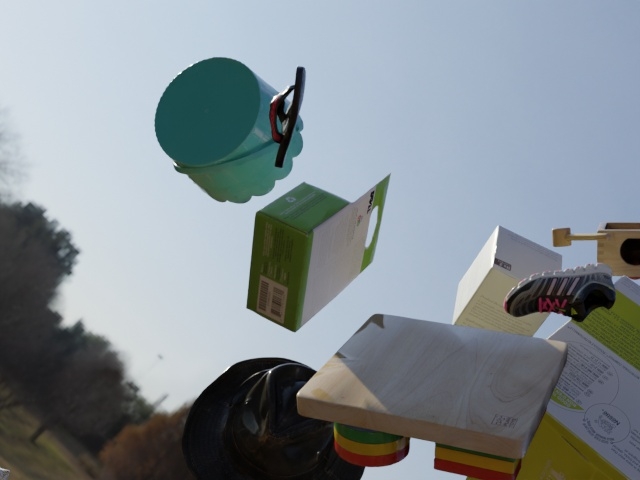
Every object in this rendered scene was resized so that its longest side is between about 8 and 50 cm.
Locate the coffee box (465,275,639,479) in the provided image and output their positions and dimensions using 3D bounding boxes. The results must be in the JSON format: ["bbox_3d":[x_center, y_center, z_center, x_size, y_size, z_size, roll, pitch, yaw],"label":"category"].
[{"bbox_3d":[0.484,0.333,1.595,0.338,0.334,0.337,40,-35,27],"label":"coffee box"}]

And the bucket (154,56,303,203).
[{"bbox_3d":[-0.192,-0.227,2.022,0.281,0.281,0.183,34,-2,29],"label":"bucket"}]

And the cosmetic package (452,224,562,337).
[{"bbox_3d":[0.375,0.103,1.981,0.151,0.151,0.183,25,-53,-4],"label":"cosmetic package"}]

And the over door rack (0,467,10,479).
[{"bbox_3d":[-0.753,0.523,1.810,0.240,0.324,0.108,17,-36,-2],"label":"over door rack"}]

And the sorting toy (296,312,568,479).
[{"bbox_3d":[0.139,0.189,1.163,0.256,0.257,0.089,7,-69,22],"label":"sorting toy"}]

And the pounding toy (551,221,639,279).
[{"bbox_3d":[0.514,0.023,1.739,0.206,0.094,0.181,0,8,19],"label":"pounding toy"}]

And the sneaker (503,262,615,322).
[{"bbox_3d":[0.358,0.087,1.456,0.063,0.171,0.074,77,-1,-46],"label":"sneaker"}]

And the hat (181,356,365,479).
[{"bbox_3d":[-0.051,0.298,1.601,0.331,0.331,0.134,41,-44,12],"label":"hat"}]

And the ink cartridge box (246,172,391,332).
[{"bbox_3d":[0.000,0.000,1.573,0.097,0.255,0.188,24,-54,23],"label":"ink cartridge box"}]

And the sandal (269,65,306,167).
[{"bbox_3d":[-0.052,-0.162,1.322,0.040,0.067,0.179,16,-36,-4],"label":"sandal"}]
